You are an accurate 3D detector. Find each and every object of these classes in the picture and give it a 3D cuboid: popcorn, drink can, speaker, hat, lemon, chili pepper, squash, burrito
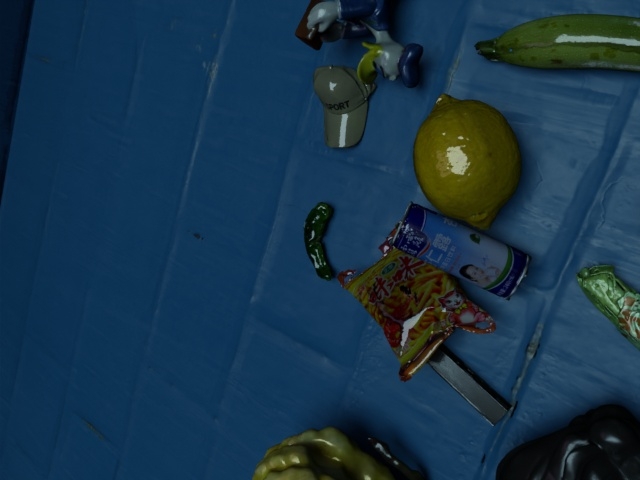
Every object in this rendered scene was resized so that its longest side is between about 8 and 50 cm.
[{"bbox_3d":[0.034,0.540,1.026,0.381,0.349,0.349,-16,80,-6],"label":"popcorn"},{"bbox_3d":[0.253,0.017,0.937,0.235,0.097,0.097,26,106,7],"label":"drink can"},{"bbox_3d":[0.281,0.272,1.002,0.191,0.040,0.046,42,111,26],"label":"speaker"},{"bbox_3d":[0.039,-0.293,1.125,0.147,0.085,0.175,4,92,32],"label":"hat"},{"bbox_3d":[0.262,-0.142,0.921,0.188,0.188,0.257,-16,89,32],"label":"lemon"},{"bbox_3d":[-0.005,0.003,1.180,0.073,0.050,0.182,-3,91,27],"label":"chili pepper"},{"bbox_3d":[0.424,-0.338,0.871,0.341,0.094,0.094,16,99,33],"label":"squash"},{"bbox_3d":[0.546,0.136,0.817,0.288,0.054,0.104,48,114,23],"label":"burrito"}]

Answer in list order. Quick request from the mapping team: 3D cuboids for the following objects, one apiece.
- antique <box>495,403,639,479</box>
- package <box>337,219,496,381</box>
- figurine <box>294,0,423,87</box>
[{"bbox_3d":[0.437,0.421,0.818,0.322,0.185,0.255,-36,73,32],"label":"antique"},{"bbox_3d":[0.180,0.118,1.019,0.223,0.108,0.288,-37,55,13],"label":"package"},{"bbox_3d":[0.094,-0.449,1.018,0.283,0.204,0.338,-27,84,-2],"label":"figurine"}]
